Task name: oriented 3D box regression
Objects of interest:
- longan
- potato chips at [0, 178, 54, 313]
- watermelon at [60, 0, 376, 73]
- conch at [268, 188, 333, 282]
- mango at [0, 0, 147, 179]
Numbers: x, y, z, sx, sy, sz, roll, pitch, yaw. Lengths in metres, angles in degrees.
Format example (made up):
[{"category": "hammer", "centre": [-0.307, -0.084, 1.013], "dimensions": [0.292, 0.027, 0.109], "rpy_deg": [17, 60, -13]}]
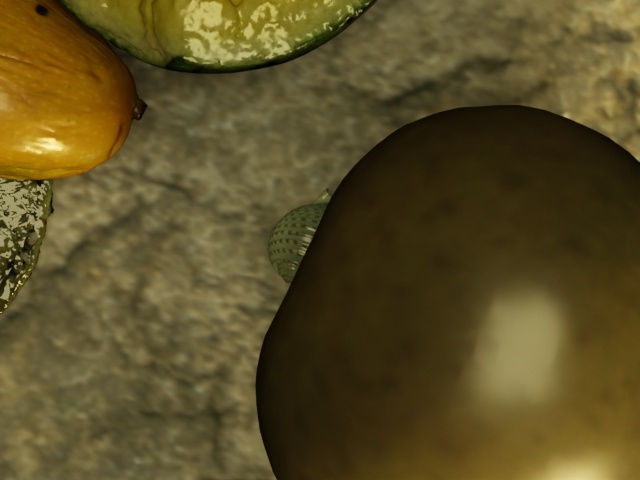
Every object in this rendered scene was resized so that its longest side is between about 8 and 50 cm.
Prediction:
[{"category": "longan", "centre": [0.121, 0.083, 1.277], "dimensions": [0.361, 0.361, 0.361], "rpy_deg": [0, 91, -1]}, {"category": "potato chips", "centre": [-0.334, -0.027, 1.442], "dimensions": [0.220, 0.029, 0.202], "rpy_deg": [34, 93, -3]}, {"category": "watermelon", "centre": [-0.089, -0.285, 1.365], "dimensions": [0.330, 0.189, 0.331], "rpy_deg": [1, 84, -14]}, {"category": "conch", "centre": [0.000, 0.001, 1.434], "dimensions": [0.076, 0.056, 0.085], "rpy_deg": [34, 91, -14]}, {"category": "mango", "centre": [-0.311, -0.154, 1.370], "dimensions": [0.359, 0.144, 0.187], "rpy_deg": [24, 49, -2]}]
